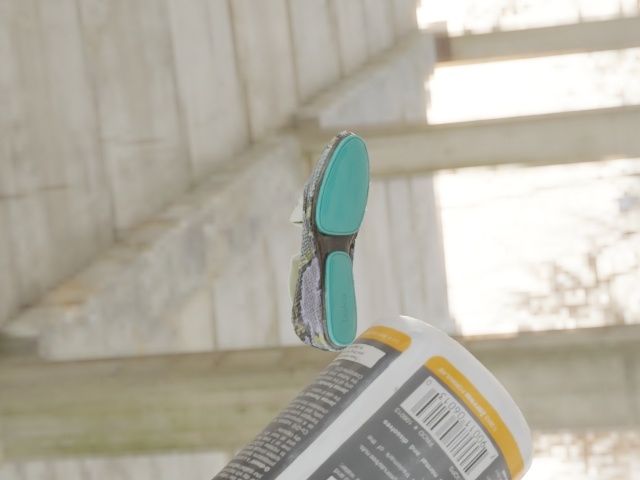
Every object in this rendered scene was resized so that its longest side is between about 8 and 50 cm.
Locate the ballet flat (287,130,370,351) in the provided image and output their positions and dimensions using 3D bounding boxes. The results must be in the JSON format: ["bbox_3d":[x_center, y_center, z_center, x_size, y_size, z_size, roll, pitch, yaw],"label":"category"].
[{"bbox_3d":[0.000,0.000,0.964,0.041,0.041,0.114,19,-106,-74],"label":"ballet flat"}]

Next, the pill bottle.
[{"bbox_3d":[0.010,0.198,1.335,0.278,0.162,0.162,-43,-40,-19],"label":"pill bottle"}]
